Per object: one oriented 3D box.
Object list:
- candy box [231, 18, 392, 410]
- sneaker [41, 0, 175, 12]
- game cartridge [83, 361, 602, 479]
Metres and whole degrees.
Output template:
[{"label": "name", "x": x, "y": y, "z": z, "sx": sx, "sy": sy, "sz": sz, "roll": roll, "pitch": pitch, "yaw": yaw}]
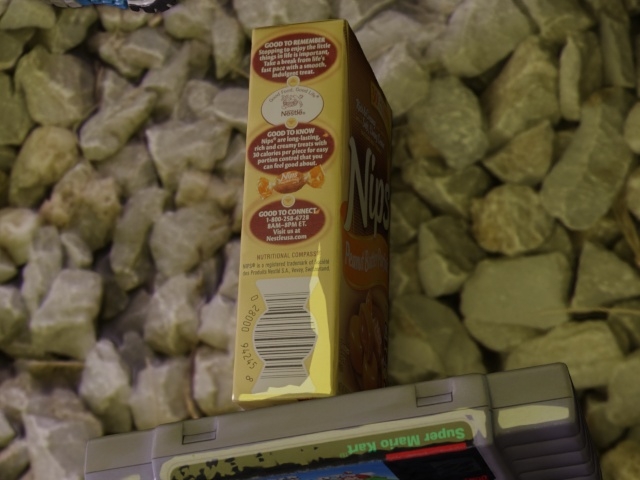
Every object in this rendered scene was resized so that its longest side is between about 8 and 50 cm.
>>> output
[{"label": "candy box", "x": 0.000, "y": 0.000, "z": 1.141, "sx": 0.088, "sy": 0.183, "sz": 0.316, "roll": -2, "pitch": 70, "yaw": 14}, {"label": "sneaker", "x": -0.226, "y": -0.281, "z": 1.380, "sx": 0.191, "sy": 0.071, "sz": 0.082, "roll": 9, "pitch": 67, "yaw": 10}, {"label": "game cartridge", "x": 0.026, "y": 0.176, "z": 1.044, "sx": 0.355, "sy": 0.230, "sz": 0.068, "roll": -11, "pitch": 68, "yaw": 12}]
